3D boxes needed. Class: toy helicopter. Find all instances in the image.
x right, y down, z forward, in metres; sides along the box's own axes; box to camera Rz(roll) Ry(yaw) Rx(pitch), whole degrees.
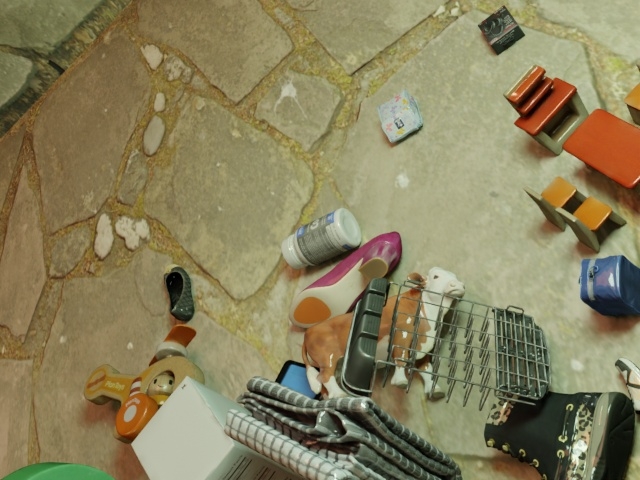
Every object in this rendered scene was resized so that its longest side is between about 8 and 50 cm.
[{"bbox_3d":[-0.349,0.278,1.674,0.355,0.140,0.234,-1,59,46],"label":"toy helicopter"}]

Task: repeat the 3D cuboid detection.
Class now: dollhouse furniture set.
[{"bbox_3d":[0.401,-0.159,1.283,0.262,0.135,0.259,-49,40,4],"label":"dollhouse furniture set"}]

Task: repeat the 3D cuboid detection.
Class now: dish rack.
[{"bbox_3d":[0.174,0.146,1.174,0.208,0.272,0.074,-73,-5,-56],"label":"dish rack"}]

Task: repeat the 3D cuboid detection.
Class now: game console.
[{"bbox_3d":[-0.058,0.252,1.466,0.122,0.107,0.071,6,94,46],"label":"game console"}]

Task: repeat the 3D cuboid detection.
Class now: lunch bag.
[{"bbox_3d":[0.153,-0.235,1.644,0.071,0.053,0.083,-30,53,27],"label":"lunch bag"},{"bbox_3d":[0.388,0.062,1.159,0.065,0.098,0.067,-11,59,42],"label":"lunch bag"}]

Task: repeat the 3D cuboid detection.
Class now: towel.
[{"bbox_3d":[0.036,0.287,1.180,0.235,0.284,0.121,12,69,46],"label":"towel"}]

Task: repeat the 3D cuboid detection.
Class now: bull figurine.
[{"bbox_3d":[0.104,0.161,1.353,0.310,0.101,0.188,-23,49,29],"label":"bull figurine"}]

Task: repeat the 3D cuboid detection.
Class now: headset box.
[{"bbox_3d":[0.337,-0.389,1.599,0.062,0.032,0.083,-35,41,19],"label":"headset box"}]

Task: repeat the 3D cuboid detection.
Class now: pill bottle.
[{"bbox_3d":[0.000,0.000,1.591,0.137,0.078,0.078,-25,46,28],"label":"pill bottle"}]

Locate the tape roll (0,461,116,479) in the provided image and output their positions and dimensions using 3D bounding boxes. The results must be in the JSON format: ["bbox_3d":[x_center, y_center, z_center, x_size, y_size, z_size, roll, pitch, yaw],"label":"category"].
[{"bbox_3d":[-0.444,0.532,1.422,0.077,0.321,0.321,-8,56,40],"label":"tape roll"}]

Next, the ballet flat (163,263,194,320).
[{"bbox_3d":[-0.305,0.103,1.827,0.057,0.049,0.173,-42,40,11],"label":"ballet flat"}]

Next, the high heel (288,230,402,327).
[{"bbox_3d":[0.044,0.068,1.523,0.244,0.082,0.117,-42,6,32],"label":"high heel"}]

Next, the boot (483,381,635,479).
[{"bbox_3d":[0.287,0.295,1.098,0.179,0.085,0.236,2,65,51],"label":"boot"}]

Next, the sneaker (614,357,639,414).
[{"bbox_3d":[0.405,0.193,1.090,0.044,0.040,0.109,-45,39,11],"label":"sneaker"}]

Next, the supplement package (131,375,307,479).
[{"bbox_3d":[-0.154,0.359,1.370,0.149,0.203,0.194,-51,39,1],"label":"supplement package"}]
